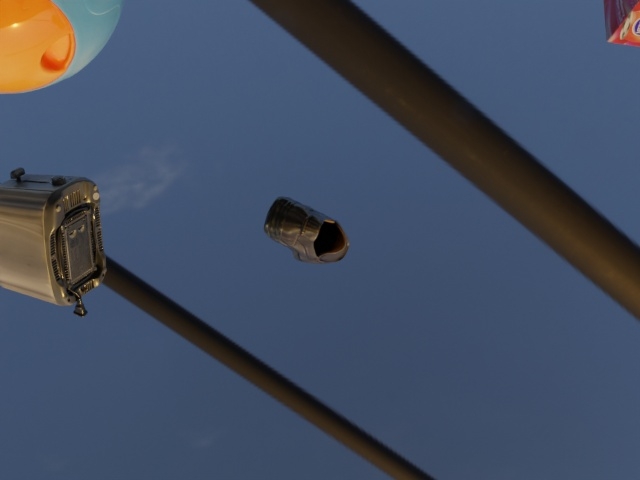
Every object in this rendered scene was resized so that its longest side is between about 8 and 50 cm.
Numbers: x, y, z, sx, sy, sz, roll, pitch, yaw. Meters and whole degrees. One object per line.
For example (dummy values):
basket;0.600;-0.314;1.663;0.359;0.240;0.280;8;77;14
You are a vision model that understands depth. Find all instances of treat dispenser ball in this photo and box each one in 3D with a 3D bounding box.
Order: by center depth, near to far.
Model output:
treat dispenser ball;-0.363;-0.309;0.892;0.288;0.288;0.288;2;-110;-4

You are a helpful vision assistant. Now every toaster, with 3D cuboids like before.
toaster;-0.423;0.001;1.227;0.146;0.227;0.129;11;-152;19

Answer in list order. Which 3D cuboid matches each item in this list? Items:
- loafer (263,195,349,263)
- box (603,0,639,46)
loafer;0.000;0.000;0.892;0.061;0.170;0.062;21;-90;26
box;0.511;-0.435;1.218;0.122;0.128;0.257;6;-111;-6
